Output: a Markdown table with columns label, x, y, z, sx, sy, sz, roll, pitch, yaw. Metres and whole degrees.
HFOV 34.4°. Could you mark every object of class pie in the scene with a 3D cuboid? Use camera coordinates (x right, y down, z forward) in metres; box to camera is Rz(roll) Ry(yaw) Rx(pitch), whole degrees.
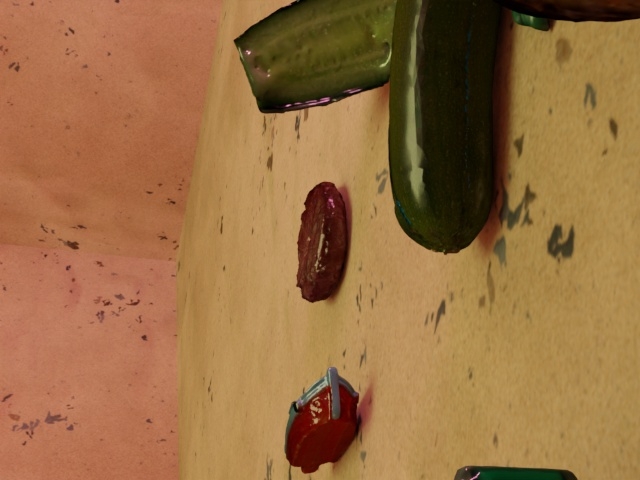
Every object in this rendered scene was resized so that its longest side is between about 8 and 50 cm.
| label | x | y | z | sx | sy | sz | roll | pitch | yaw |
| --- | --- | --- | --- | --- | --- | --- | --- | --- | --- |
| pie | 0.000 | 0.000 | 1.226 | 0.154 | 0.036 | 0.155 | -174 | 90 | -77 |

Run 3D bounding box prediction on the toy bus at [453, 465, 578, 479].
| label | x | y | z | sx | sy | sz | roll | pitch | yaw |
| --- | --- | --- | --- | --- | --- | --- | --- | --- | --- |
| toy bus | 0.073 | 0.283 | 0.459 | 0.199 | 0.183 | 0.344 | 119 | 155 | -67 |

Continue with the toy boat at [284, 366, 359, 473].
| label | x | y | z | sx | sy | sz | roll | pitch | yaw |
| --- | --- | --- | --- | --- | --- | --- | --- | --- | --- |
| toy boat | -0.001 | 0.184 | 1.071 | 0.173 | 0.069 | 0.059 | 107 | 156 | -55 |

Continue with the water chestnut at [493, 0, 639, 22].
| label | x | y | z | sx | sy | sz | roll | pitch | yaw |
| --- | --- | --- | --- | --- | --- | --- | --- | --- | --- |
| water chestnut | 0.109 | -0.236 | 0.437 | 0.244 | 0.289 | 0.289 | -40 | 34 | 24 |

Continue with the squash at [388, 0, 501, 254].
| label | x | y | z | sx | sy | sz | roll | pitch | yaw |
| --- | --- | --- | --- | --- | --- | --- | --- | --- | --- |
| squash | 0.097 | -0.154 | 0.785 | 0.087 | 0.087 | 0.332 | 161 | 115 | -76 |

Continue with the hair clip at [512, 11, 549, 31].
| label | x | y | z | sx | sy | sz | roll | pitch | yaw |
| --- | --- | --- | --- | --- | --- | --- | --- | --- | --- |
| hair clip | 0.149 | -0.241 | 0.707 | 0.124 | 0.052 | 0.196 | -115 | 24 | -83 |

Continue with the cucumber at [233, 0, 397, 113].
| label | x | y | z | sx | sy | sz | roll | pitch | yaw |
| --- | --- | --- | --- | --- | --- | --- | --- | --- | --- |
| cucumber | 0.011 | -0.206 | 1.076 | 0.086 | 0.192 | 0.115 | -123 | 11 | -73 |
